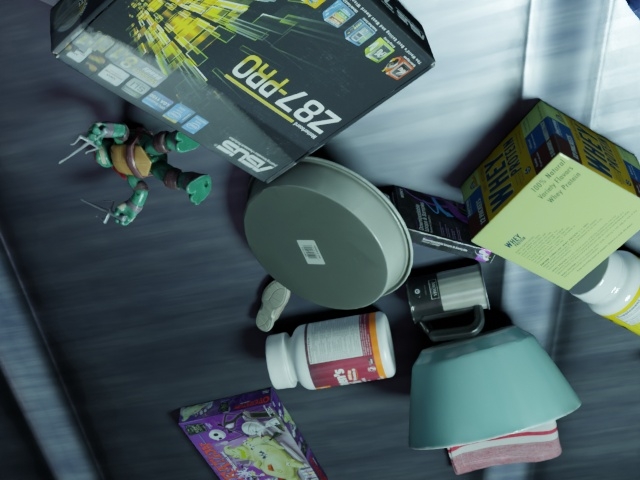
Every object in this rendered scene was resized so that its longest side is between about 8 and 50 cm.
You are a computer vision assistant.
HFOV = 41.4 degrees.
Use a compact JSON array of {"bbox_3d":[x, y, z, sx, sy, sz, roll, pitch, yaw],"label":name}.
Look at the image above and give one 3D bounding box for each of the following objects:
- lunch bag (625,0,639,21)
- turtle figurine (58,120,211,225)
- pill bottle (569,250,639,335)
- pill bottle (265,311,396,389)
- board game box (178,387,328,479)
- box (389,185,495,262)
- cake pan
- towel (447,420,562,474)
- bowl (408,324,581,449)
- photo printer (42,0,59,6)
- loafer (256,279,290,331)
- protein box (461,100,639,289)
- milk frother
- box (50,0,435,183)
[{"bbox_3d":[0.454,-0.314,1.126,0.065,0.067,0.098,-36,124,28],"label":"lunch bag"},{"bbox_3d":[-0.277,-0.117,1.251,0.234,0.118,0.175,3,136,29],"label":"turtle figurine"},{"bbox_3d":[0.530,0.089,1.448,0.208,0.119,0.119,26,126,-21],"label":"pill bottle"},{"bbox_3d":[0.019,0.205,1.547,0.221,0.121,0.121,-11,131,9],"label":"pill bottle"},{"bbox_3d":[-0.136,0.455,1.818,0.208,0.056,0.347,-12,131,16],"label":"board game box"},{"bbox_3d":[0.192,-0.027,1.346,0.162,0.116,0.029,13,126,-12],"label":"box"},{"bbox_3d":[0.000,0.000,1.330,0.293,0.054,0.293,19,139,18],"label":"cake pan"},{"bbox_3d":[0.362,0.366,1.748,0.237,0.037,0.329,-13,130,10],"label":"towel"},{"bbox_3d":[0.288,0.251,1.513,0.311,0.163,0.311,-14,172,-2],"label":"bowl"},{"bbox_3d":[-0.361,-0.428,0.995,0.307,0.107,0.256,22,128,-19],"label":"photo printer"},{"bbox_3d":[-0.081,0.109,1.523,0.045,0.039,0.125,35,127,13],"label":"loafer"},{"bbox_3d":[0.360,-0.065,1.300,0.201,0.136,0.200,25,128,-21],"label":"protein box"},{"bbox_3d":[0.229,0.115,1.499,0.135,0.129,0.143,-11,174,10],"label":"milk frother"},{"bbox_3d":[-0.088,-0.262,1.088,0.318,0.097,0.395,-31,142,25],"label":"box"}]
